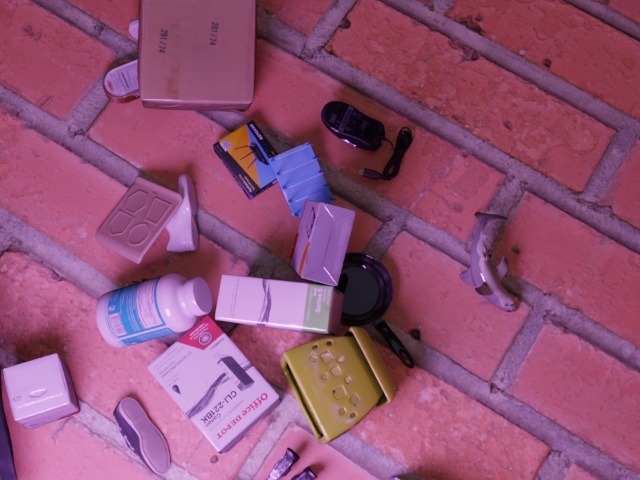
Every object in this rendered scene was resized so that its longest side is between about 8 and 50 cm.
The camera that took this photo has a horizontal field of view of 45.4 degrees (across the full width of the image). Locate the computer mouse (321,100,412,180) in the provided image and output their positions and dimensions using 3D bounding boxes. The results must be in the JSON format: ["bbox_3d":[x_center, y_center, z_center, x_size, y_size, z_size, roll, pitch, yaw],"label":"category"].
[{"bbox_3d":[0.108,-0.259,2.079,0.262,0.060,0.184,20,70,-7],"label":"computer mouse"}]

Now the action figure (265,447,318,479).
[{"bbox_3d":[-0.143,0.620,1.797,0.185,0.099,0.285,45,82,2],"label":"action figure"}]

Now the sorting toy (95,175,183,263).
[{"bbox_3d":[-0.469,-0.054,1.991,0.193,0.038,0.208,23,76,35],"label":"sorting toy"}]

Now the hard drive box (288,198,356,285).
[{"bbox_3d":[0.000,0.000,1.842,0.089,0.232,0.181,14,91,-10],"label":"hard drive box"}]

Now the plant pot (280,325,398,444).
[{"bbox_3d":[0.046,0.336,1.820,0.207,0.227,0.228,-24,76,-12],"label":"plant pot"}]

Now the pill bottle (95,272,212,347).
[{"bbox_3d":[-0.399,0.165,1.860,0.264,0.146,0.146,-16,73,18],"label":"pill bottle"}]

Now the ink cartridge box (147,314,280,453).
[{"bbox_3d":[-0.254,0.352,1.863,0.197,0.114,0.273,-41,79,-12],"label":"ink cartridge box"}]

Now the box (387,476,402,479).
[{"bbox_3d":[0.243,0.609,1.777,0.186,0.145,0.038,28,74,7],"label":"box"}]

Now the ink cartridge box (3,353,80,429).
[{"bbox_3d":[-0.658,0.359,1.816,0.128,0.176,0.127,-16,74,-16],"label":"ink cartridge box"}]

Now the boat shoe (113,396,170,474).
[{"bbox_3d":[-0.438,0.482,1.864,0.065,0.075,0.206,-38,80,33],"label":"boat shoe"}]

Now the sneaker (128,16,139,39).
[{"bbox_3d":[-0.402,-0.643,2.171,0.282,0.102,0.160,-5,69,-12],"label":"sneaker"}]

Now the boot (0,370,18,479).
[{"bbox_3d":[-0.805,0.384,1.808,0.146,0.367,0.444,-14,97,-22],"label":"boot"}]

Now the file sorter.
[{"bbox_3d":[-0.043,-0.158,1.992,0.118,0.104,0.170,-24,98,-8],"label":"file sorter"}]

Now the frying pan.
[{"bbox_3d":[0.142,0.161,1.955,0.326,0.053,0.197,32,78,8],"label":"frying pan"}]

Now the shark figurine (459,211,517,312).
[{"bbox_3d":[0.404,0.057,1.970,0.166,0.116,0.278,-4,80,-36],"label":"shark figurine"}]

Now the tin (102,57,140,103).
[{"bbox_3d":[-0.516,-0.453,2.140,0.190,0.040,0.106,-24,71,-7],"label":"tin"}]

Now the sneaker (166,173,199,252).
[{"bbox_3d":[-0.377,-0.073,2.013,0.094,0.080,0.212,-7,75,10],"label":"sneaker"}]

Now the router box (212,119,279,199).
[{"bbox_3d":[-0.186,-0.217,2.067,0.133,0.046,0.178,-34,77,-10],"label":"router box"}]

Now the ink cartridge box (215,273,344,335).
[{"bbox_3d":[-0.094,0.158,1.855,0.273,0.198,0.114,6,82,10],"label":"ink cartridge box"}]

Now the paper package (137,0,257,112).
[{"bbox_3d":[-0.325,-0.513,2.026,0.310,0.168,0.324,0,92,-9],"label":"paper package"}]

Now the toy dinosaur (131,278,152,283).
[{"bbox_3d":[-0.439,0.139,1.975,0.090,0.047,0.082,-11,81,31],"label":"toy dinosaur"}]
